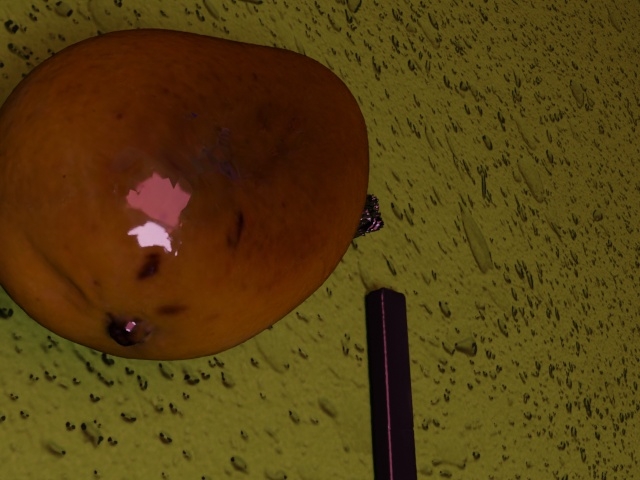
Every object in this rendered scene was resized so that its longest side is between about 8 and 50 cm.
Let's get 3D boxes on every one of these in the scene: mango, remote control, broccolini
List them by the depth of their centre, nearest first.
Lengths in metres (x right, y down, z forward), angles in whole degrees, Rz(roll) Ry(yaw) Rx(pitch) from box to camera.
[{"bbox_3d":[-0.103,-0.067,0.681,0.301,0.220,0.445,51,38,-5],"label":"mango"},{"bbox_3d":[-0.005,-0.012,0.836,0.201,0.074,0.058,-24,105,-42],"label":"broccolini"},{"bbox_3d":[0.087,0.178,0.859,0.063,0.025,0.245,17,62,-40],"label":"remote control"}]
